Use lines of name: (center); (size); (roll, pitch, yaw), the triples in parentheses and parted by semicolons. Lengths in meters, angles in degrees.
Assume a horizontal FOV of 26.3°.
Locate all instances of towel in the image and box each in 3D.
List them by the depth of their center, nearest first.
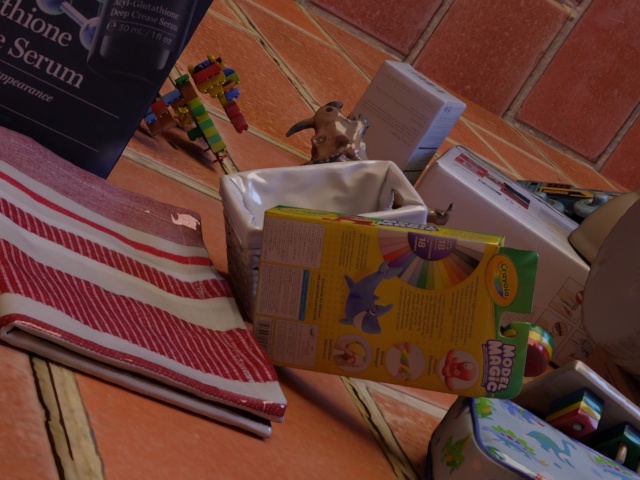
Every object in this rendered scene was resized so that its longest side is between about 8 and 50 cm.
towel: (-0.165, 0.019, 1.082); (0.237, 0.037, 0.329); (24, 18, -29)

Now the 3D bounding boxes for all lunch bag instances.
lunch bag: (0.190, 0.212, 1.097); (0.219, 0.090, 0.176); (31, 15, -6)

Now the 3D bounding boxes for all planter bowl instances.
planter bowl: (0.402, 0.000, 1.676); (0.162, 0.109, 0.162); (33, 15, -10)

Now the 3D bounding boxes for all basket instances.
basket: (0.000, 0.000, 1.230); (0.167, 0.103, 0.113); (-7, 30, -14)

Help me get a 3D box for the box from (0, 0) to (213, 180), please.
box: (-0.242, -0.294, 1.211); (0.294, 0.395, 0.212); (25, 16, -27)

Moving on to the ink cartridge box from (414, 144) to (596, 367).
ink cartridge box: (0.255, 0.019, 1.772); (0.309, 0.130, 0.272); (35, 15, 5)

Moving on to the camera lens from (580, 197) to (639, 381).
camera lens: (0.441, 0.083, 1.432); (0.274, 0.219, 0.219); (29, 15, -16)

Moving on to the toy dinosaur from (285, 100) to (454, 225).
toy dinosaur: (0.023, -0.015, 1.440); (0.200, 0.127, 0.295); (23, 31, 2)

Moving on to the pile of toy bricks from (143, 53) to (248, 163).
pile of toy bricks: (-0.134, -0.137, 1.560); (0.105, 0.118, 0.212); (61, -2, -2)

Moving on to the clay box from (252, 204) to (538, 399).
clay box: (0.060, 0.049, 1.106); (0.222, 0.127, 0.053); (8, 10, 11)

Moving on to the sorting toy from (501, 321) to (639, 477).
sorting toy: (0.232, 0.186, 1.215); (0.274, 0.132, 0.046); (38, 50, -15)

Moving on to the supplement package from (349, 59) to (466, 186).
supplement package: (0.094, -0.137, 1.833); (0.105, 0.179, 0.105); (37, 15, 15)

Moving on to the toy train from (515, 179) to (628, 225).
toy train: (0.404, -0.013, 1.976); (0.334, 0.142, 0.190); (5, 19, 15)

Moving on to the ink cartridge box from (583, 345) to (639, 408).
ink cartridge box: (0.391, 0.227, 1.476); (0.235, 0.088, 0.193); (31, 14, -8)
